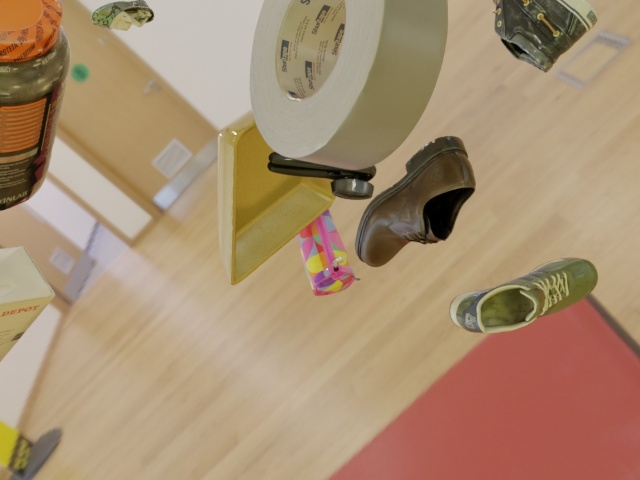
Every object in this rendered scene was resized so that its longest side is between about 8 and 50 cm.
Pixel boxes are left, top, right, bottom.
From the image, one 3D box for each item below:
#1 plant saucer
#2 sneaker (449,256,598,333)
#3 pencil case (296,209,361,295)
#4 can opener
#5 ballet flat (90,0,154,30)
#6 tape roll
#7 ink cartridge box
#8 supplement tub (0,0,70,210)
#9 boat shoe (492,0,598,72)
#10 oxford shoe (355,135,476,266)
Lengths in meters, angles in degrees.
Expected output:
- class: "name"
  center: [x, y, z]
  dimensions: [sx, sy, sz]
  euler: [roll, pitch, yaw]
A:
- class: "plant saucer"
  center: [-0.079, -0.135, 1.539]
  dimensions: [0.333, 0.081, 0.333]
  euler: [-41, -30, -40]
- class: "sneaker"
  center: [0.258, 0.073, 1.043]
  dimensions: [0.192, 0.064, 0.086]
  euler: [-17, 5, -4]
- class: "pencil case"
  center: [0.000, 0.000, 1.781]
  dimensions: [0.104, 0.104, 0.236]
  euler: [-37, 58, 29]
- class: "can opener"
  center: [0.004, -0.121, 1.435]
  dimensions: [0.059, 0.186, 0.073]
  euler: [113, 166, -50]
- class: "ballet flat"
  center: [-0.440, -0.507, 1.949]
  dimensions: [0.070, 0.070, 0.188]
  euler: [-35, 5, 35]
- class: "tape roll"
  center: [0.018, -0.178, 0.792]
  dimensions: [0.219, 0.072, 0.219]
  euler: [-15, 72, 55]
- class: "ink cartridge box"
  center: [-0.601, 0.141, 1.417]
  dimensions: [0.273, 0.115, 0.198]
  euler: [-45, -18, 27]
- class: "supplement tub"
  center: [-0.475, -0.213, 1.230]
  dimensions: [0.338, 0.207, 0.207]
  euler: [-58, 6, 47]
- class: "boat shoe"
  center: [0.211, -0.264, 0.951]
  dimensions: [0.083, 0.065, 0.183]
  euler: [-47, 58, 8]
- class: "oxford shoe"
  center: [0.117, -0.025, 1.108]
  dimensions: [0.227, 0.083, 0.096]
  euler: [-53, 46, 42]
